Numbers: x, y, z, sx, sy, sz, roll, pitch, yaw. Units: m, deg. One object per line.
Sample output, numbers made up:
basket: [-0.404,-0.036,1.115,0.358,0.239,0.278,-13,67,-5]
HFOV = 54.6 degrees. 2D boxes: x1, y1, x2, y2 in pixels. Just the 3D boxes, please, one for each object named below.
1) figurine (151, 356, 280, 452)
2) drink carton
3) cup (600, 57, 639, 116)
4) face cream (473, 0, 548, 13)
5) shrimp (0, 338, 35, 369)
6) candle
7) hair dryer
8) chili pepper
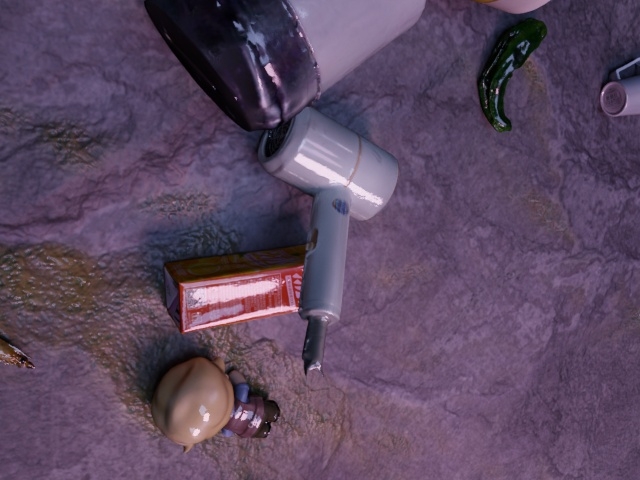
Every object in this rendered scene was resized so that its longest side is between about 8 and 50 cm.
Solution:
figurine: [-0.142,0.232,0.877,0.196,0.108,0.114,24,103,-47]
drink carton: [-0.091,0.059,0.844,0.223,0.096,0.070,-8,107,-24]
cup: [0.557,-0.271,1.095,0.116,0.074,0.104,-11,84,-18]
face cream: [0.218,-0.425,0.794,0.180,0.218,0.218,7,101,-26]
shrimp: [-0.412,0.149,0.754,0.114,0.023,0.083,30,93,-24]
candle: [-0.012,-0.292,0.716,0.343,0.221,0.221,-40,117,-11]
hair dryer: [0.000,0.000,0.777,0.173,0.108,0.357,24,54,-28]
chili pepper: [0.296,-0.265,0.973,0.073,0.050,0.182,16,98,-35]
